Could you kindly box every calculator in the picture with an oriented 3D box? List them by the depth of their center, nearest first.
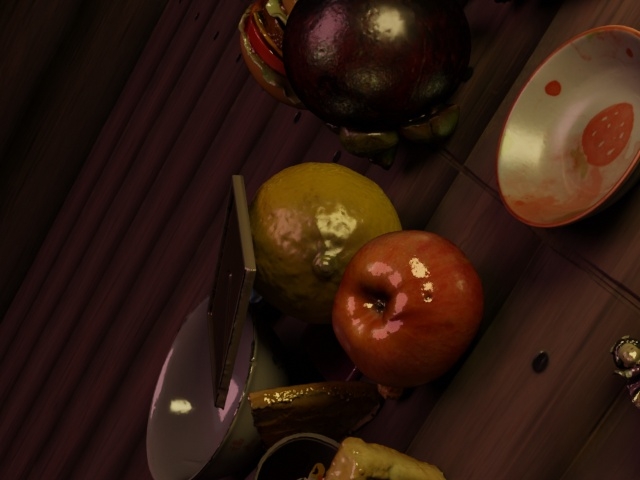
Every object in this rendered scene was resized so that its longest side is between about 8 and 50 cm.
[{"bbox_3d":[0.026,0.153,1.582,0.127,0.034,0.190,-59,29,10],"label":"calculator"}]

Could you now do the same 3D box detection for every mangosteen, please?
[{"bbox_3d":[0.080,-0.277,1.540,0.300,0.300,0.300,-40,37,40],"label":"mangosteen"}]

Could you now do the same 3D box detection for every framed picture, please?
[{"bbox_3d":[-0.138,0.080,1.484,0.211,0.020,0.289,-102,22,-49],"label":"framed picture"}]

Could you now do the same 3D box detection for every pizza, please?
[{"bbox_3d":[-0.038,0.249,1.453,0.188,0.204,0.080,-51,41,37],"label":"pizza"}]

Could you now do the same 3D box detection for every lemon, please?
[{"bbox_3d":[0.000,0.000,1.513,0.245,0.245,0.320,-61,10,9],"label":"lemon"}]

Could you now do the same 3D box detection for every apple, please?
[{"bbox_3d":[0.110,0.090,1.315,0.209,0.164,0.209,0,89,36],"label":"apple"}]

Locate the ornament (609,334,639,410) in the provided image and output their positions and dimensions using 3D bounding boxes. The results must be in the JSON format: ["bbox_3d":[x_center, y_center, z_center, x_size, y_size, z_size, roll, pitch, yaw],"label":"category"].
[{"bbox_3d":[0.336,0.153,0.989,0.088,0.081,0.203,-58,28,13],"label":"ornament"}]

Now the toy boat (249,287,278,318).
[{"bbox_3d":[-0.093,0.019,1.786,0.332,0.133,0.145,-55,31,20],"label":"toy boat"}]

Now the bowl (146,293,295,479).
[{"bbox_3d":[-0.143,0.264,1.656,0.345,0.157,0.345,-40,36,39],"label":"bowl"}]

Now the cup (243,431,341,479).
[{"bbox_3d":[-0.070,0.414,1.407,0.288,0.203,0.203,-45,34,45],"label":"cup"}]

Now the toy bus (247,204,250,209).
[{"bbox_3d":[-0.147,-0.018,1.945,0.079,0.077,0.174,-59,17,15],"label":"toy bus"}]

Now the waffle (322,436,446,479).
[{"bbox_3d":[0.043,0.389,1.228,0.057,0.168,0.274,24,88,56],"label":"waffle"}]

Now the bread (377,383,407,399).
[{"bbox_3d":[0.100,0.158,1.435,0.052,0.044,0.157,-50,30,39],"label":"bread"}]

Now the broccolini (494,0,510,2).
[{"bbox_3d":[0.244,-0.384,1.590,0.271,0.062,0.123,-29,31,43],"label":"broccolini"}]

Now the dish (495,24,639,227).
[{"bbox_3d":[0.333,-0.124,1.210,0.260,0.085,0.260,-38,40,42],"label":"dish"}]

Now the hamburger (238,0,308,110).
[{"bbox_3d":[-0.022,-0.362,1.816,0.212,0.274,0.274,-43,35,39],"label":"hamburger"}]
